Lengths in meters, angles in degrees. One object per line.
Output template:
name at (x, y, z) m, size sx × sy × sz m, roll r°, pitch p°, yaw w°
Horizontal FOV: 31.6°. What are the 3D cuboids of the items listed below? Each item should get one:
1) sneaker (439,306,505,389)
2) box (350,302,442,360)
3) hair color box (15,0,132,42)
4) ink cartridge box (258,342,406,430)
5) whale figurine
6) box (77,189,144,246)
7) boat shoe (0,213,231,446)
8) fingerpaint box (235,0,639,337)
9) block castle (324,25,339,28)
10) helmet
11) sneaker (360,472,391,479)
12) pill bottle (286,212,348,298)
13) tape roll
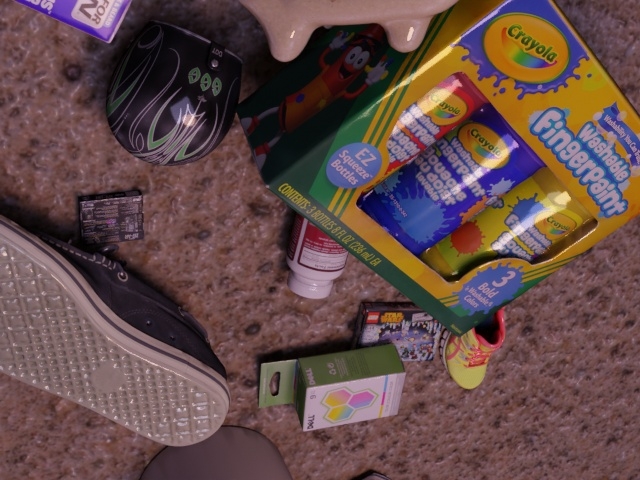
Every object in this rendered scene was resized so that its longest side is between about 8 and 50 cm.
sneaker at (0.243, 0.154, 1.752) m, size 0.081 × 0.094 × 0.208 m, roll -10°, pitch 122°, yaw -18°
box at (0.119, 0.141, 1.736) m, size 0.137 × 0.027 × 0.094 m, roll 1°, pitch 117°, yaw -22°
hair color box at (-0.364, -0.343, 1.180) m, size 0.339 × 0.185 × 0.110 m, roll 20°, pitch 109°, yaw -29°
ink cartridge box at (0.016, 0.225, 1.701) m, size 0.209 × 0.062 × 0.109 m, roll -7°, pitch 137°, yaw -13°
whale figurine at (0.046, -0.298, 1.190) m, size 0.272 × 0.141 × 0.216 m, roll -29°, pitch 104°, yaw 25°
box at (-0.275, -0.029, 1.491) m, size 0.083 × 0.018 × 0.067 m, roll -8°, pitch 120°, yaw -17°
boat shoe at (-0.320, 0.092, 1.460) m, size 0.187 × 0.156 × 0.500 m, roll -40°, pitch 123°, yaw 21°
fingerpaint box at (0.185, -0.114, 1.393) m, size 0.371 × 0.163 × 0.445 m, roll -36°, pitch 136°, yaw 15°
block castle at (0.045, -0.493, 1.248) m, size 0.453 × 0.213 × 0.303 m, roll -44°, pitch 136°, yaw 14°
helmet at (-0.181, -0.170, 1.373) m, size 0.169 × 0.169 × 0.161 m, roll 24°, pitch 90°, yaw -30°
sneaker at (0.137, 0.542, 1.876) m, size 0.127 × 0.182 × 0.315 m, roll -31°, pitch 124°, yaw -5°
pill bottle at (0.000, 0.000, 1.575) m, size 0.086 × 0.086 × 0.152 m, roll 4°, pitch 117°, yaw -23°
tape roll at (-0.144, 0.427, 1.709) m, size 0.246 × 0.169 × 0.246 m, roll -10°, pitch 122°, yaw -16°
